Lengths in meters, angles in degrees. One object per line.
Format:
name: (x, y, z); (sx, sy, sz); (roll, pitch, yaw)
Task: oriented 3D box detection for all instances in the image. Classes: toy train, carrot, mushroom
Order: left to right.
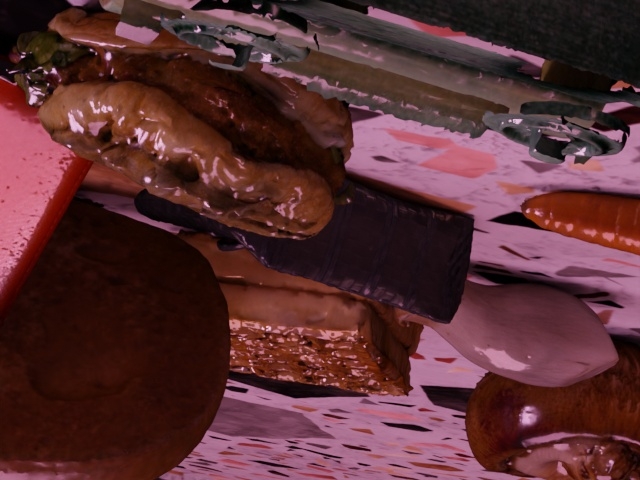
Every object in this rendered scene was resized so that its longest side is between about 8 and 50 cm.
toy train: (0.026, -0.109, 0.861); (0.307, 0.126, 0.189); (14, 166, -18)
mushroom: (0.167, 0.074, 1.612); (0.212, 0.088, 0.097); (17, -162, -9)
mushroom: (0.275, 0.183, 1.835); (0.253, 0.153, 0.253); (9, 164, 3)
carrot: (0.277, -0.003, 1.284); (0.271, 0.062, 0.066); (6, -160, 31)

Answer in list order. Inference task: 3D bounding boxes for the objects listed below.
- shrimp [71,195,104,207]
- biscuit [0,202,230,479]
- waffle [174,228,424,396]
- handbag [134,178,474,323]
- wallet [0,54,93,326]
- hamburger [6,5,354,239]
shrimp: (-0.315, -0.030, 1.584); (0.267, 0.061, 0.145); (7, 159, 16)
biscuit: (-0.251, 0.059, 1.362); (0.367, 0.314, 0.063); (7, 133, -12)
waffle: (-0.024, 0.075, 1.733); (0.213, 0.091, 0.308); (7, 166, 11)
handbag: (0.000, 0.000, 1.449); (0.270, 0.088, 0.175); (18, 172, -32)
wallet: (-0.245, -0.039, 1.253); (0.142, 0.045, 0.204); (24, 119, -17)
hamburger: (-0.073, -0.083, 1.103); (0.206, 0.130, 0.183); (23, 176, 40)
